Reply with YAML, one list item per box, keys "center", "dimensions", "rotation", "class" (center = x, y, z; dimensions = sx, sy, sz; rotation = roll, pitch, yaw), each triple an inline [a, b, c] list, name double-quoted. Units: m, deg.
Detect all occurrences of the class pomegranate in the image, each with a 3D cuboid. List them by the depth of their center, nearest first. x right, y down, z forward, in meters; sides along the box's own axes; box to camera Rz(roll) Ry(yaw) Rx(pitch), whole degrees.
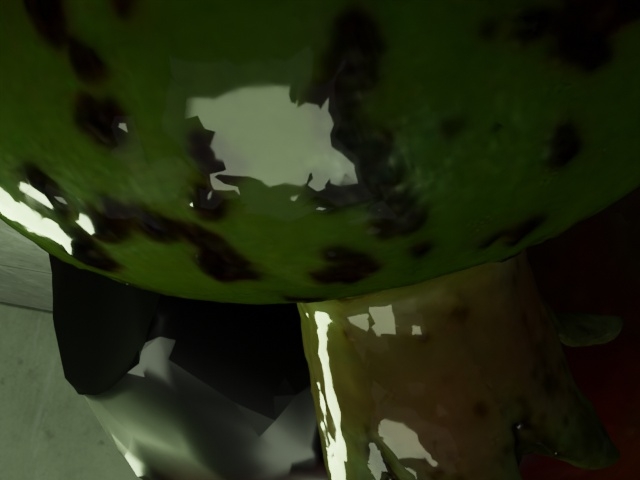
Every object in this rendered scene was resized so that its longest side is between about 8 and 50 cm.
- center: [0.024, -0.060, 0.438]
  dimensions: [0.286, 0.231, 0.231]
  rotation: [48, 158, -16]
  class: "pomegranate"

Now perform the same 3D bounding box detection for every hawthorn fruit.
- center: [0.030, -0.002, 0.694]
  dimensions: [0.316, 0.316, 0.316]
  rotation: [12, 170, 2]
  class: "hawthorn fruit"
